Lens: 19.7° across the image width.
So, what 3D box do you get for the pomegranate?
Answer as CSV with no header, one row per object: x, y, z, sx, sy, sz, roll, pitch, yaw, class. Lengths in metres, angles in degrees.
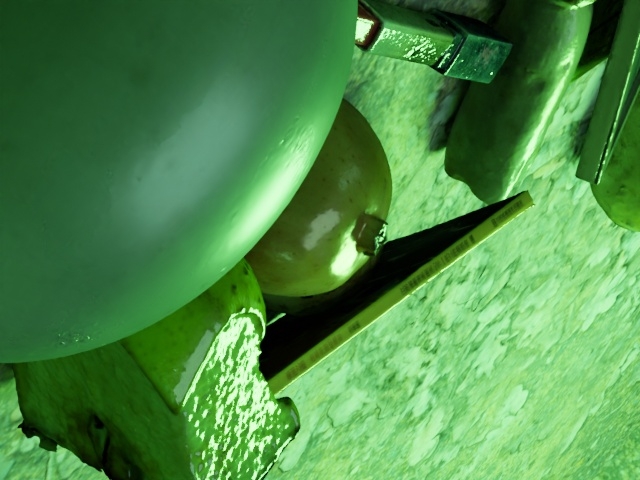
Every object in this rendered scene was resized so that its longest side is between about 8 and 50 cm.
-0.027,-0.043,1.563,0.191,0.191,0.191,-39,154,-23,pomegranate

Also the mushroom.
0.207,-0.173,1.884,0.081,0.100,0.312,-25,146,-38,mushroom

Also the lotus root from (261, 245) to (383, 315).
0.000,0.000,1.758,0.138,0.138,0.214,-60,165,23,lotus root

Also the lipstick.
0.084,-0.189,1.708,0.051,0.051,0.312,-56,155,18,lipstick

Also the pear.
-0.150,0.073,1.513,0.164,0.238,0.255,-41,138,-33,pear

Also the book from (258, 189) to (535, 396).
0.017,0.072,1.828,0.374,0.028,0.262,-34,-173,-32,book

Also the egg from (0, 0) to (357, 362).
-0.140,-0.094,1.171,0.389,0.276,0.276,-48,156,-2,egg

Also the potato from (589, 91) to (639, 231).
0.449,-0.143,2.264,0.210,0.173,0.307,-24,149,-37,potato

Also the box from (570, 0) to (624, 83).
0.290,-0.286,1.933,0.173,0.043,0.311,-35,153,-32,box

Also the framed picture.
0.364,-0.311,1.903,0.446,0.028,0.326,96,18,-53,framed picture
